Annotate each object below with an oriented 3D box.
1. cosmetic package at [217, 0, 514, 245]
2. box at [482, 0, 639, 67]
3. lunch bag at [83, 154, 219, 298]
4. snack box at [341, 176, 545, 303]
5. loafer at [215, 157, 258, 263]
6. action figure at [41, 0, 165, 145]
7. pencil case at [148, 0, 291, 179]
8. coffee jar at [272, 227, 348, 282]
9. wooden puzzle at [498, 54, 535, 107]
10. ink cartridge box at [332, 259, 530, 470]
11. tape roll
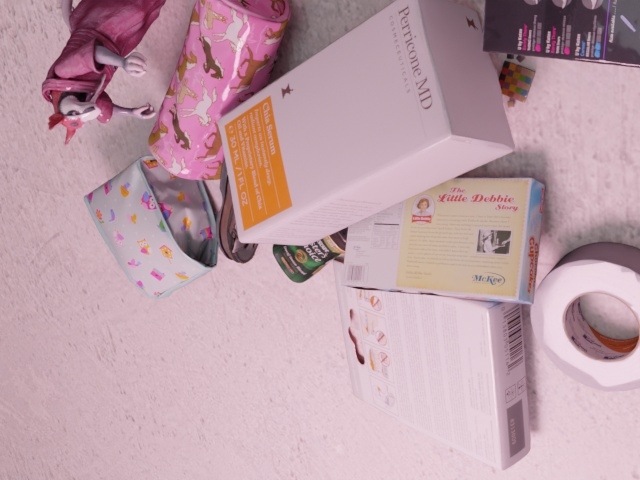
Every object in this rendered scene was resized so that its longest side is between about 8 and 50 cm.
[{"bbox_3d":[0.050,-0.166,1.326,0.453,0.161,0.230,-25,71,41],"label":"cosmetic package"},{"bbox_3d":[0.360,-0.308,1.069,0.270,0.165,0.143,14,120,31],"label":"box"},{"bbox_3d":[-0.324,-0.025,1.731,0.223,0.160,0.262,-26,89,41],"label":"lunch bag"},{"bbox_3d":[0.189,-0.005,1.363,0.321,0.060,0.187,3,82,36],"label":"snack box"},{"bbox_3d":[-0.138,-0.049,1.596,0.084,0.096,0.268,33,140,28],"label":"loafer"},{"bbox_3d":[-0.403,-0.338,1.492,0.275,0.370,0.248,23,150,-4],"label":"action figure"},{"bbox_3d":[-0.185,-0.281,1.501,0.386,0.160,0.167,-63,34,39],"label":"pencil case"},{"bbox_3d":[0.000,0.000,1.549,0.184,0.079,0.096,-36,88,41],"label":"coffee jar"},{"bbox_3d":[0.288,-0.236,1.264,0.049,0.006,0.083,28,126,23],"label":"wooden puzzle"},{"bbox_3d":[0.192,0.197,1.525,0.385,0.091,0.308,17,123,50],"label":"ink cartridge box"},{"bbox_3d":[0.433,0.116,1.286,0.219,0.072,0.219,17,121,31],"label":"tape roll"}]
